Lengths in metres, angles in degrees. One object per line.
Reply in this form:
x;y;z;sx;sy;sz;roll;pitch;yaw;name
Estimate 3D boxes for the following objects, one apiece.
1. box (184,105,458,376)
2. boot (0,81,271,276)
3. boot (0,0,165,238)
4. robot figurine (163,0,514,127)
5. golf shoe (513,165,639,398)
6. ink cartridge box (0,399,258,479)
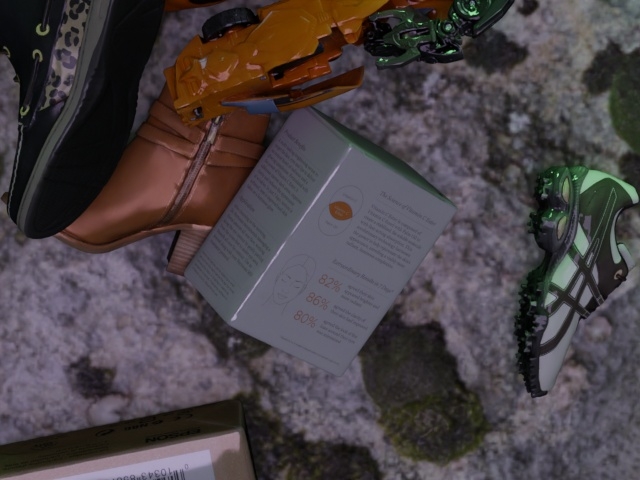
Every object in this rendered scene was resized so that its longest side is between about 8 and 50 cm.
0.000;0.000;1.489;0.130;0.091;0.170;29;100;-38;box
-0.144;-0.063;1.499;0.197;0.073;0.152;15;103;-20;boot
-0.226;-0.139;1.440;0.179;0.085;0.236;30;108;26;boot
0.006;-0.204;1.449;0.291;0.085;0.211;-19;74;0;robot figurine
0.213;0.038;1.546;0.094;0.077;0.198;7;104;-6;golf shoe
-0.161;0.252;1.561;0.235;0.088;0.193;-12;103;-2;ink cartridge box
